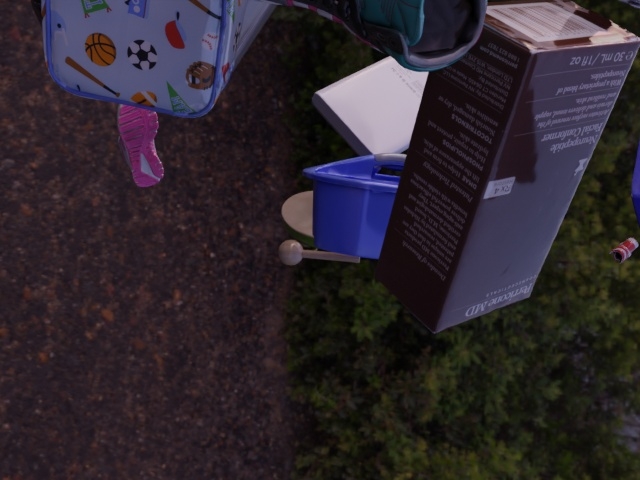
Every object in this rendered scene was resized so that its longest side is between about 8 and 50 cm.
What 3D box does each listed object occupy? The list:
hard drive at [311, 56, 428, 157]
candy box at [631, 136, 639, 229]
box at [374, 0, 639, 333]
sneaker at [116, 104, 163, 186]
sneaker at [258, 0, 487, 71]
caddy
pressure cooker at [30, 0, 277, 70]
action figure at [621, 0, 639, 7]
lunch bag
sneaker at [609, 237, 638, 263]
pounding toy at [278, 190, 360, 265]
[{"bbox_3d":[0.156,-0.296,1.556,0.307,0.040,0.203,-33,76,-32],"label":"hard drive"},{"bbox_3d":[0.482,0.000,0.711,0.317,0.268,0.122,51,47,-42],"label":"candy box"},{"bbox_3d":[0.211,-0.086,0.875,0.191,0.143,0.381,-15,134,-32],"label":"box"},{"bbox_3d":[-0.474,-0.266,1.824,0.103,0.111,0.252,-16,128,-26],"label":"sneaker"},{"bbox_3d":[0.032,-0.232,0.627,0.295,0.178,0.124,15,100,-28],"label":"sneaker"},{"bbox_3d":[0.131,-0.069,1.297,0.241,0.341,0.179,-104,-159,-79],"label":"caddy"},{"bbox_3d":[-0.254,-0.430,1.135,0.369,0.375,0.420,32,91,-26],"label":"pressure cooker"},{"bbox_3d":[0.488,-0.433,1.079,0.185,0.099,0.285,7,49,-32],"label":"action figure"},{"bbox_3d":[-0.209,-0.306,0.828,0.115,0.243,0.303,-76,179,-58],"label":"lunch bag"},{"bbox_3d":[0.791,0.037,1.887,0.067,0.042,0.118,-38,161,-9],"label":"sneaker"},{"bbox_3d":[0.000,0.000,1.536,0.237,0.182,0.110,-83,180,-54],"label":"pounding toy"}]
